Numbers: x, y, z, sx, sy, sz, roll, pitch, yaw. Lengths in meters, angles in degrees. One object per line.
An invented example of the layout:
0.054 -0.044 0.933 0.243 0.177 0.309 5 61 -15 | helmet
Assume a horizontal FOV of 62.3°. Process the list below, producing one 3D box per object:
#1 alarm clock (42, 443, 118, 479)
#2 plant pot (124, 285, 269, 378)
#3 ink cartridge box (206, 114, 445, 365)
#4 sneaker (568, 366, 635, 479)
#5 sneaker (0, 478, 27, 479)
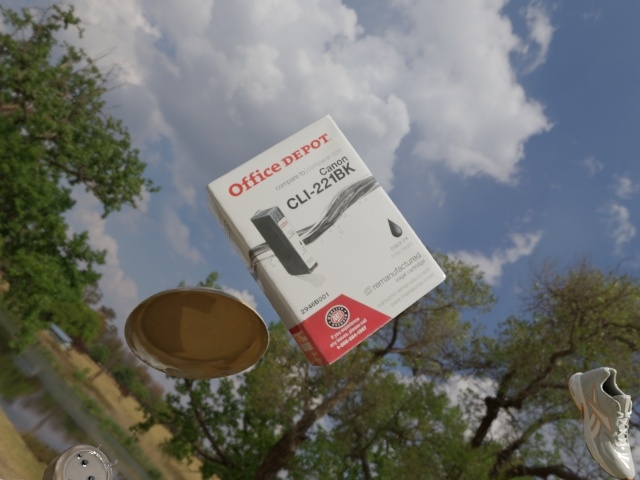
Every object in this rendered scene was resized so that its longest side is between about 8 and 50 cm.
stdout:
-0.508 0.492 1.079 0.064 0.192 0.129 -38 -108 28 | alarm clock
-0.205 0.153 0.891 0.236 0.032 0.236 -3 -48 -3 | plant pot
0.000 0.000 0.715 0.273 0.197 0.114 55 -16 6 | ink cartridge box
0.695 0.428 1.266 0.099 0.263 0.121 11 -38 -28 | sneaker
-0.407 0.471 0.653 0.150 0.366 0.135 19 9 -30 | sneaker
